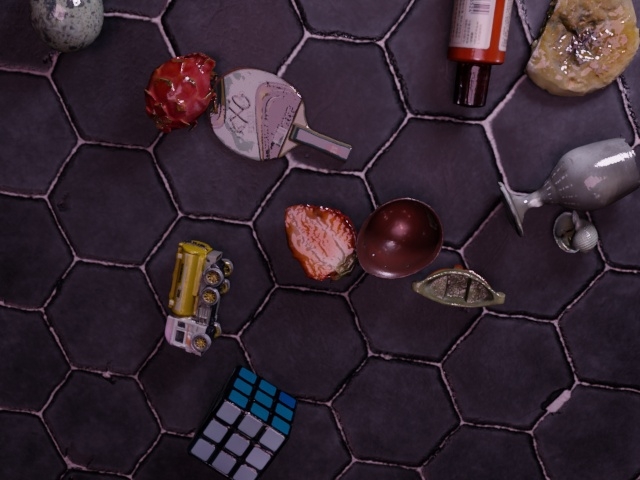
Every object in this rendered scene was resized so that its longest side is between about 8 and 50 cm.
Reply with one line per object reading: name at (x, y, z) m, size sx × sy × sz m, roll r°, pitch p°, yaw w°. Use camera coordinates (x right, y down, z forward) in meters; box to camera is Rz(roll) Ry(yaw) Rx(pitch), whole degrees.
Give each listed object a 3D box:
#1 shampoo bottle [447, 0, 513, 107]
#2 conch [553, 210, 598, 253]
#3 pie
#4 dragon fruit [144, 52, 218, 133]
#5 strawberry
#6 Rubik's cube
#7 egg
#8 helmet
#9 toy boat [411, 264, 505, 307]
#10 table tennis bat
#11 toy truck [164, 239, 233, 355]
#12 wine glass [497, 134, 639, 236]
shampoo bottle at (0.285, -0.380, 1.235) m, size 0.104 × 0.104 × 0.278 m, roll 6°, pitch 105°, yaw 4°
conch at (0.497, -0.013, 1.339) m, size 0.076 × 0.056 × 0.085 m, roll -22°, pitch 71°, yaw 27°
pie at (0.483, -0.365, 1.250) m, size 0.185 × 0.052 × 0.218 m, roll 17°, pitch 108°, yaw -5°
dragon fruit at (-0.265, -0.285, 1.303) m, size 0.133 × 0.136 × 0.166 m, roll 41°, pitch 100°, yaw 36°
strawberry at (0.000, 0.000, 1.375) m, size 0.187 × 0.082 × 0.146 m, roll 44°, pitch 99°, yaw 0°
Rubik's cube at (-0.161, 0.392, 1.449) m, size 0.160 × 0.162 × 0.163 m, roll 33°, pitch 104°, yaw -4°
egg at (-0.470, -0.436, 1.276) m, size 0.132 × 0.132 × 0.172 m, roll 6°, pitch 92°, yaw 4°
helmet at (0.149, -0.012, 1.342) m, size 0.155 × 0.106 × 0.175 m, roll 36°, pitch 103°, yaw -10°
toy boat at (0.273, 0.095, 1.378) m, size 0.185 × 0.071 × 0.089 m, roll 7°, pitch 106°, yaw 4°
table tennis bat at (-0.081, -0.226, 1.353) m, size 0.301 × 0.022 × 0.173 m, roll 25°, pitch 106°, yaw 1°
toy truck at (-0.255, 0.115, 1.420) m, size 0.114 × 0.098 × 0.227 m, roll 13°, pitch 103°, yaw 5°
wine glass at (0.462, -0.101, 1.284) m, size 0.241 × 0.126 × 0.126 m, roll -24°, pitch 101°, yaw 12°
